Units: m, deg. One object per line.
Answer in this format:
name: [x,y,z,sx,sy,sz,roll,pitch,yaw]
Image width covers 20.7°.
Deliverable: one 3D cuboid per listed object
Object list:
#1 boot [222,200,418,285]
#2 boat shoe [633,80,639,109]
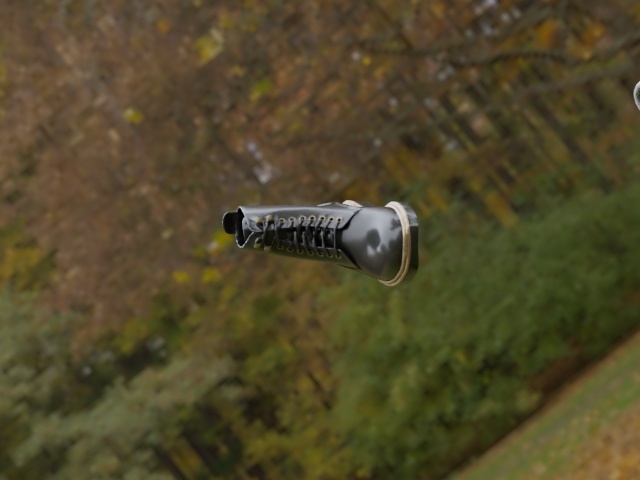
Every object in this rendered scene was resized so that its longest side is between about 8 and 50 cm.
boot: [0.000,0.000,1.569,0.137,0.076,0.198,2,0,-18]
boat shoe: [0.343,-0.112,1.516,0.088,0.096,0.267,-29,22,0]
